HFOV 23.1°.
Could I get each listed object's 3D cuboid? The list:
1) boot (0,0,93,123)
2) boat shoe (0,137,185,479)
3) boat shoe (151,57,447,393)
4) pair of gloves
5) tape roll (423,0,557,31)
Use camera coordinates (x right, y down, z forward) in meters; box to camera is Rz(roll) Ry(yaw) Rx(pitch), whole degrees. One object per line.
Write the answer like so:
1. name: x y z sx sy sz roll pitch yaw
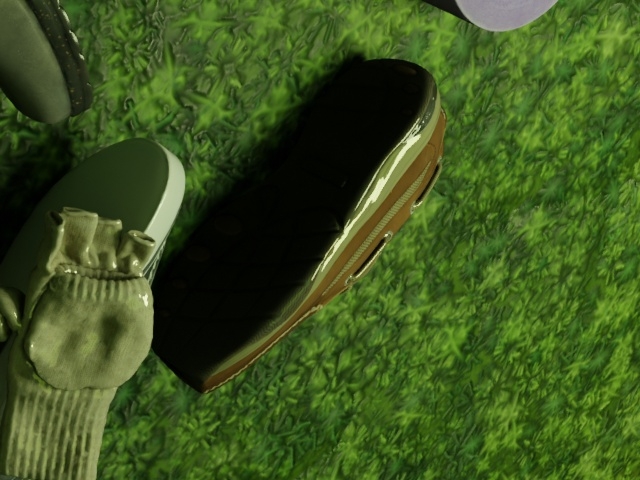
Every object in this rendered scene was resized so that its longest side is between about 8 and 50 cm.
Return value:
1. boot: -0.296 -0.147 0.922 0.223 0.118 0.338 -41 131 -9
2. boat shoe: -0.183 0.063 1.162 0.102 0.108 0.301 28 96 -51
3. boat shoe: 0.000 0.000 1.300 0.324 0.122 0.120 -48 143 -10
4. pair of gloves: -0.236 0.060 1.060 0.240 0.042 0.204 17 104 -16
5. tape roll: 0.146 -0.274 1.297 0.189 0.080 0.189 -26 131 -34
